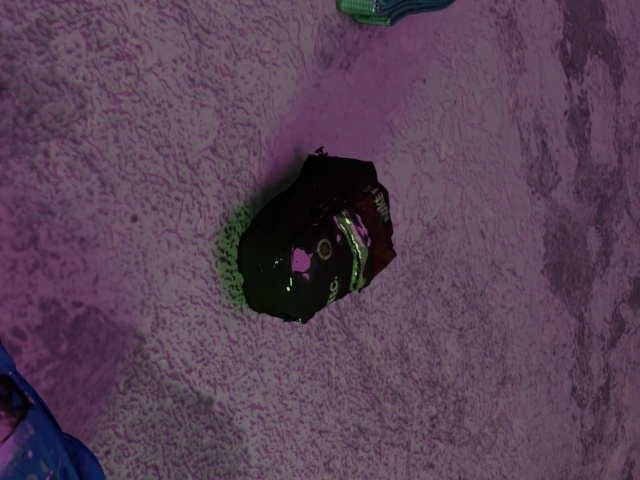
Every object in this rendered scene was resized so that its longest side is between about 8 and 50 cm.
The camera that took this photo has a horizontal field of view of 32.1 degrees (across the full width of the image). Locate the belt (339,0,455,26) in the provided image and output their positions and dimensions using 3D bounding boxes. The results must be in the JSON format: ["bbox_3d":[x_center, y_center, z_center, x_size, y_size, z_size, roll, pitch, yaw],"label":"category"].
[{"bbox_3d":[0.086,-0.272,1.120,0.179,0.065,0.100,-35,133,-48],"label":"belt"}]

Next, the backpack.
[{"bbox_3d":[0.000,0.004,0.998,0.165,0.106,0.120,-50,137,-43],"label":"backpack"}]

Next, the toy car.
[{"bbox_3d":[-0.217,0.137,0.748,0.103,0.063,0.216,-56,136,-34],"label":"toy car"}]
